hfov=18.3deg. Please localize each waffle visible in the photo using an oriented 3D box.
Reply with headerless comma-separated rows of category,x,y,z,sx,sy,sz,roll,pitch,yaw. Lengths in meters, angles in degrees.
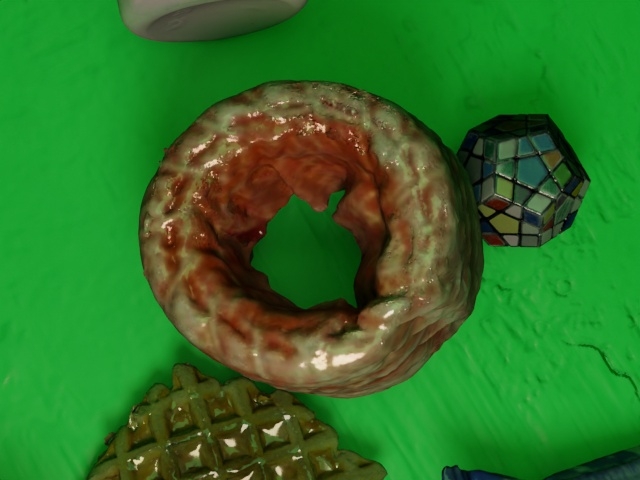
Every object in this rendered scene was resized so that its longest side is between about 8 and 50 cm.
waffle,-0.076,0.207,1.498,0.208,0.054,0.214,31,83,-6

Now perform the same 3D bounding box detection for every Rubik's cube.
Rubik's cube,0.154,-0.047,1.550,0.093,0.111,0.111,11,79,-31

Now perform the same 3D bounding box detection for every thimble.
thimble,0.000,0.000,1.466,0.239,0.162,0.239,-2,79,11

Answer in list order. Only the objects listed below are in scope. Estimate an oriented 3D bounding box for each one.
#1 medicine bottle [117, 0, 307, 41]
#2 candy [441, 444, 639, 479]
medicine bottle,-0.097,-0.290,1.526,0.152,0.152,0.254,-7,82,-9
candy,0.255,0.226,1.524,0.331,0.077,0.187,-13,85,-20
